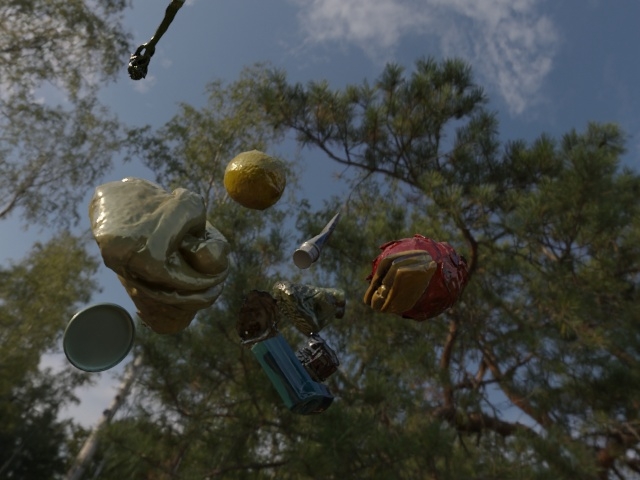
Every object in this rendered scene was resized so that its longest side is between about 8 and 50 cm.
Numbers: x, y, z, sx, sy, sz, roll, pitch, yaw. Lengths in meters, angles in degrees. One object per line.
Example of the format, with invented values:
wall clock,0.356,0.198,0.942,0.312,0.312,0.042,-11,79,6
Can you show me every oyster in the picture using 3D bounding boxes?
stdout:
oyster,-0.140,0.183,1.141,0.105,0.056,0.177,41,-57,20

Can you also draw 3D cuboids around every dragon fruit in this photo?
dragon fruit,0.258,0.097,1.331,0.241,0.252,0.241,21,-60,43

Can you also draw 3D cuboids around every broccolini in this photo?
broccolini,-0.366,-0.437,1.097,0.071,0.057,0.254,50,-44,-4

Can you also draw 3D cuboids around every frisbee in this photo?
frisbee,-0.341,0.150,0.787,0.014,0.110,0.110,11,-39,46

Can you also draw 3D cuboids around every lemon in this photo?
lemon,-0.216,-0.198,1.667,0.231,0.192,0.192,27,-38,35

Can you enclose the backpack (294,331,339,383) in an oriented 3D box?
backpack,-0.030,0.356,1.431,0.120,0.165,0.106,50,-10,-30

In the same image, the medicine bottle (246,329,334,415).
medicine bottle,-0.083,0.308,1.224,0.079,0.124,0.258,-47,-114,18

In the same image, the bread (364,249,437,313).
bread,0.176,0.100,1.135,0.115,0.077,0.200,-11,-34,-20

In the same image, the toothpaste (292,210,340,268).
toothpaste,0.000,0.000,1.454,0.061,0.266,0.096,29,-59,9

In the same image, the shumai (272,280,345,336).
shumai,-0.041,0.224,1.938,0.272,0.203,0.222,43,-26,15

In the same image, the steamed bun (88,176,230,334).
steamed bun,-0.316,0.018,1.039,0.325,0.230,0.372,53,-19,18
